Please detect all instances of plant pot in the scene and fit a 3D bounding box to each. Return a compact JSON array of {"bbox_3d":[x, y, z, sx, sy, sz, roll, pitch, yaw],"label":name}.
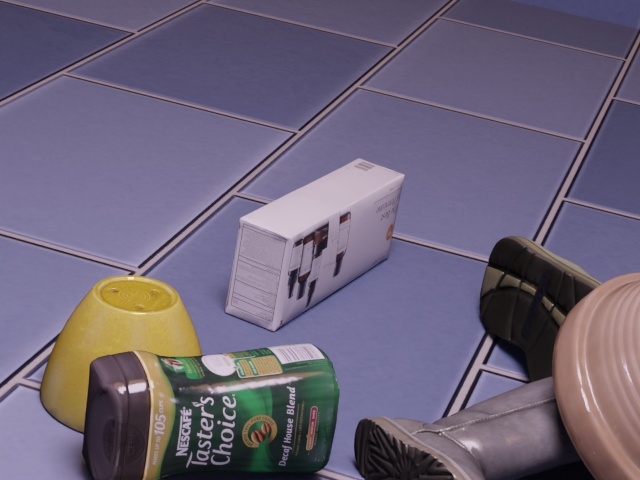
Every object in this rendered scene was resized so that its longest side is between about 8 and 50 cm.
[{"bbox_3d":[-0.151,0.084,1.183,0.134,0.095,0.134,9,22,-4],"label":"plant pot"},{"bbox_3d":[0.305,0.112,1.142,0.237,0.110,0.237,17,51,-22],"label":"plant pot"}]

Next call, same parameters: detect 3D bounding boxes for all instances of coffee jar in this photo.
[{"bbox_3d":[-0.083,0.129,1.104,0.184,0.096,0.079,-1,22,-22],"label":"coffee jar"}]

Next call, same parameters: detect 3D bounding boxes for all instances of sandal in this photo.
[{"bbox_3d":[0.232,0.079,1.335,0.086,0.120,0.303,16,19,-21],"label":"sandal"}]

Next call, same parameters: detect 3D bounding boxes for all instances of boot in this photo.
[{"bbox_3d":[0.153,0.168,1.136,0.209,0.076,0.189,-1,25,-28],"label":"boot"}]

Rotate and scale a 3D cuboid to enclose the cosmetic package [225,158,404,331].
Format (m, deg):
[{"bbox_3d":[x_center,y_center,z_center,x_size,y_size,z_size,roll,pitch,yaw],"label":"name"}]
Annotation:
[{"bbox_3d":[0.000,0.000,1.441,0.060,0.098,0.239,22,26,22],"label":"cosmetic package"}]
